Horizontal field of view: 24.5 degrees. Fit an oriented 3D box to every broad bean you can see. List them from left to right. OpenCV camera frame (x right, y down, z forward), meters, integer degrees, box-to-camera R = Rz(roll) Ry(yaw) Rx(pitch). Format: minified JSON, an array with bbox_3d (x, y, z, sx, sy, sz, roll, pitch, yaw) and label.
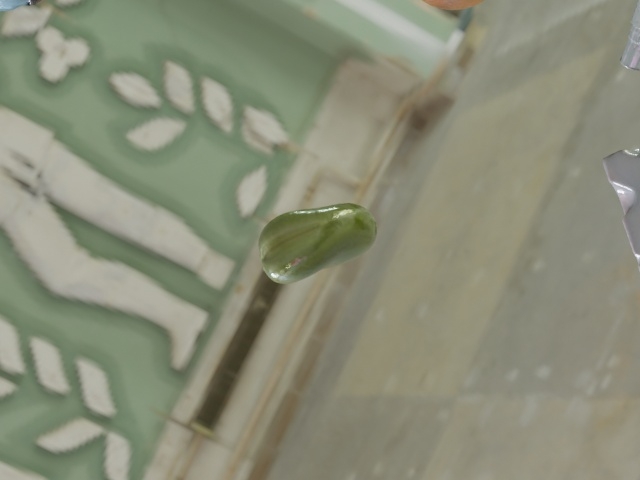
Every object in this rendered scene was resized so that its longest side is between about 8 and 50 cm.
[{"bbox_3d":[0.000,0.000,0.966,0.045,0.083,0.063,64,152,22],"label":"broad bean"}]

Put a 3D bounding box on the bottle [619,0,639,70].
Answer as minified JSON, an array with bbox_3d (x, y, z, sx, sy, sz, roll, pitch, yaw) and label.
[{"bbox_3d":[0.349,-0.270,1.459,0.060,0.060,0.217,-90,15,-64],"label":"bottle"}]

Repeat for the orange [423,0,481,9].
[{"bbox_3d":[0.176,-0.423,1.987,0.170,0.224,0.224,-27,8,-11],"label":"orange"}]

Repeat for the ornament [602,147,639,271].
[{"bbox_3d":[0.534,-0.016,1.855,0.239,0.240,0.240,-24,65,24],"label":"ornament"}]

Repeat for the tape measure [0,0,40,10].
[{"bbox_3d":[-0.309,-0.292,1.495,0.146,0.125,0.081,-98,-8,-45],"label":"tape measure"}]
